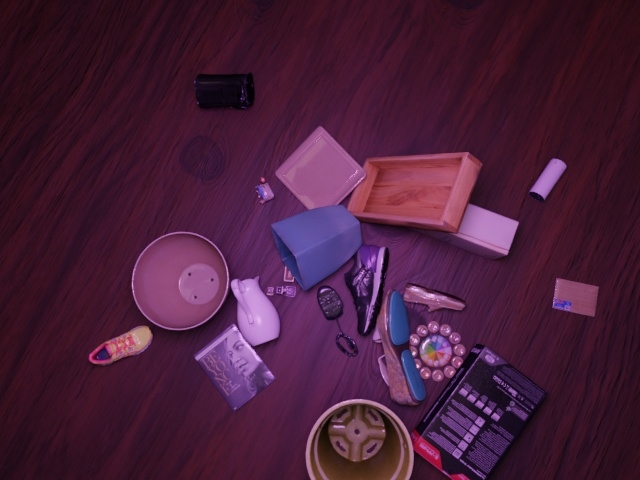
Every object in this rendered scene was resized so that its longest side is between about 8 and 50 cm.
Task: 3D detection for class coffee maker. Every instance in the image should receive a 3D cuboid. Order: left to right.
[{"bbox_3d":[-0.320,-0.499,1.547,0.179,0.171,0.120,-1,98,4],"label":"coffee maker"}]

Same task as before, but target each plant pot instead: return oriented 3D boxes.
[{"bbox_3d":[-0.400,0.129,1.445,0.285,0.191,0.283,-1,81,3],"label":"plant pot"},{"bbox_3d":[0.000,0.000,1.438,0.234,0.165,0.165,-28,47,-14],"label":"plant pot"},{"bbox_3d":[0.105,0.566,1.322,0.277,0.254,0.275,0,82,2],"label":"plant pot"}]

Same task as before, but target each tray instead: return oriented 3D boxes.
[{"bbox_3d":[0.252,-0.142,1.370,0.076,0.411,0.202,26,82,-33],"label":"tray"}]

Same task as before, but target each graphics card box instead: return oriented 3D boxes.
[{"bbox_3d":[0.462,0.522,1.390,0.233,0.094,0.370,37,86,5],"label":"graphics card box"}]

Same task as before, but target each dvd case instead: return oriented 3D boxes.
[{"bbox_3d":[-0.273,0.400,1.485,0.165,0.018,0.221,-39,81,-3],"label":"dvd case"}]

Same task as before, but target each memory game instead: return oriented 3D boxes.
[{"bbox_3d":[0.359,0.346,1.465,0.187,0.012,0.186,0,81,3],"label":"memory game"}]

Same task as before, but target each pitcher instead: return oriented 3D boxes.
[{"bbox_3d":[-0.208,0.214,1.429,0.126,0.178,0.207,-23,80,9],"label":"pitcher"}]

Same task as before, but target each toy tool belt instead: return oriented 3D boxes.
[{"bbox_3d":[-0.192,-0.166,1.550,0.051,0.052,0.083,-27,80,-10],"label":"toy tool belt"}]

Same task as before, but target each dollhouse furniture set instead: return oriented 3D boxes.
[{"bbox_3d":[-0.123,0.119,1.488,0.091,0.081,0.114,5,82,4],"label":"dollhouse furniture set"}]

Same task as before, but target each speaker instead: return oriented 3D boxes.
[{"bbox_3d":[0.728,-0.193,1.506,0.055,0.055,0.136,35,85,7],"label":"speaker"}]

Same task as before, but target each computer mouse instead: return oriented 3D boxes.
[{"bbox_3d":[0.055,0.254,1.486,0.071,0.041,0.241,-22,88,-2],"label":"computer mouse"}]

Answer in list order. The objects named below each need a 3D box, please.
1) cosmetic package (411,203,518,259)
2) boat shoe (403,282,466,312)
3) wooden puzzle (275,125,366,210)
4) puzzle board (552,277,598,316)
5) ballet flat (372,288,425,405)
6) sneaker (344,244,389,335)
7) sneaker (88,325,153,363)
[{"bbox_3d":[0.422,-0.051,1.448,0.310,0.160,0.113,20,84,7],"label":"cosmetic package"},{"bbox_3d":[0.353,0.192,1.468,0.190,0.068,0.072,16,95,15],"label":"boat shoe"},{"bbox_3d":[0.000,-0.218,1.538,0.221,0.044,0.238,-44,78,11],"label":"wooden puzzle"},{"bbox_3d":[0.797,0.178,1.469,0.128,0.011,0.096,12,83,5],"label":"puzzle board"},{"bbox_3d":[0.221,0.328,1.432,0.123,0.123,0.348,-13,80,1],"label":"ballet flat"},{"bbox_3d":[0.131,0.152,1.475,0.124,0.107,0.283,8,78,19],"label":"sneaker"},{"bbox_3d":[-0.627,0.336,1.474,0.209,0.094,0.081,-30,80,-3],"label":"sneaker"}]
